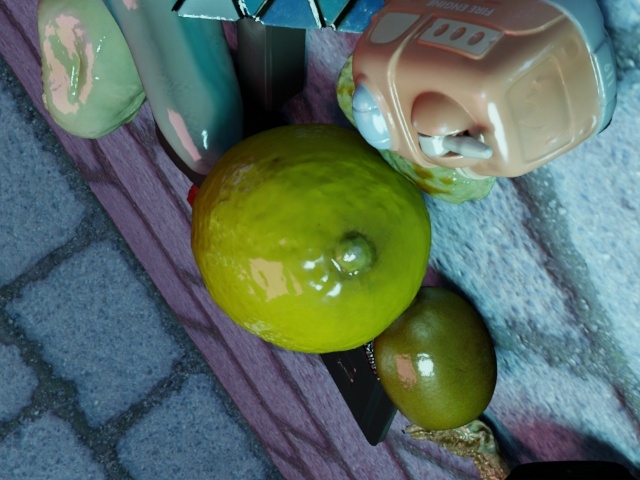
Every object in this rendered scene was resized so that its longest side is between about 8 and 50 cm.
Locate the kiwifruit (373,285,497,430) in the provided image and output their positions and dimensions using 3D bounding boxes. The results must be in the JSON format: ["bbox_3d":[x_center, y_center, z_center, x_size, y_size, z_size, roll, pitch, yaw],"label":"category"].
[{"bbox_3d":[0.179,0.182,1.412,0.196,0.196,0.234,18,136,57],"label":"kiwifruit"}]

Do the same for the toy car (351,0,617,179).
[{"bbox_3d":[0.144,-0.160,0.883,0.270,0.212,0.180,28,149,49],"label":"toy car"}]

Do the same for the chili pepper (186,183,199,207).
[{"bbox_3d":[-0.130,-0.004,1.858,0.338,0.135,0.131,52,146,5],"label":"chili pepper"}]

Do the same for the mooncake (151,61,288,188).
[{"bbox_3d":[-0.169,-0.201,1.602,0.283,0.141,0.283,34,150,23],"label":"mooncake"}]

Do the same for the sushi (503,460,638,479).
[{"bbox_3d":[0.391,0.506,1.363,0.285,0.328,0.328,33,-128,-65],"label":"sushi"}]

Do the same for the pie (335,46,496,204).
[{"bbox_3d":[0.119,-0.138,1.132,0.248,0.090,0.201,43,162,5],"label":"pie"}]

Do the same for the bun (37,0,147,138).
[{"bbox_3d":[-0.375,-0.354,1.609,0.213,0.361,0.361,5,153,-1],"label":"bun"}]

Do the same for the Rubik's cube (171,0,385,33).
[{"bbox_3d":[-0.056,-0.408,1.115,0.234,0.284,0.249,-120,31,-59],"label":"Rubik's cube"}]

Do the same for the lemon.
[{"bbox_3d":[0.000,0.000,1.277,0.364,0.364,0.364,44,158,23],"label":"lemon"}]

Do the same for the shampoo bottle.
[{"bbox_3d":[-0.074,-0.284,1.342,0.080,0.079,0.246,46,159,20],"label":"shampoo bottle"}]

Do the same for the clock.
[{"bbox_3d":[0.071,0.242,1.779,0.278,0.049,0.273,59,152,33],"label":"clock"}]

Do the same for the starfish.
[{"bbox_3d":[0.266,0.380,1.716,0.432,0.082,0.324,47,161,26],"label":"starfish"}]

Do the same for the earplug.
[{"bbox_3d":[-0.211,-0.256,1.392,0.185,0.185,0.323,-14,92,68],"label":"earplug"}]

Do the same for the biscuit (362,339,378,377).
[{"bbox_3d":[0.111,0.154,1.565,0.053,0.194,0.194,-9,128,17],"label":"biscuit"}]
